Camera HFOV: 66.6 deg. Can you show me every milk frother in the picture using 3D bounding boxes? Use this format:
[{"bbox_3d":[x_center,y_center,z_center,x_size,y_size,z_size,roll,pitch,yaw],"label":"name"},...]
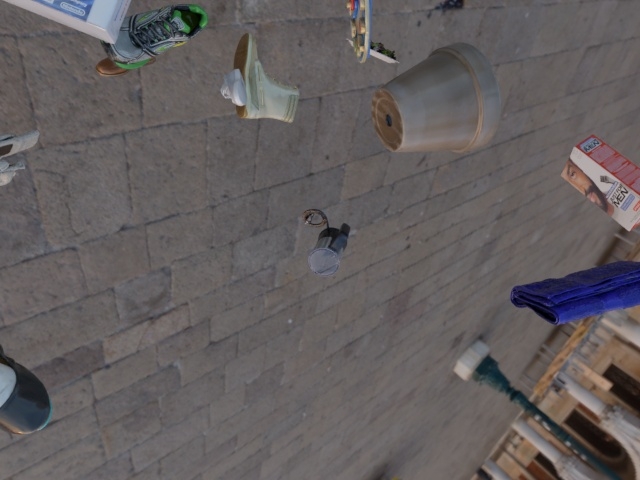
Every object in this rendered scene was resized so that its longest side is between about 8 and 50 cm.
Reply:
[{"bbox_3d":[0.000,0.000,1.303,0.135,0.143,0.129,-65,175,-63],"label":"milk frother"}]

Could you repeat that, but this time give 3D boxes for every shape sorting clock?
[{"bbox_3d":[0.069,-0.440,0.909,0.040,0.206,0.206,-3,138,2],"label":"shape sorting clock"}]

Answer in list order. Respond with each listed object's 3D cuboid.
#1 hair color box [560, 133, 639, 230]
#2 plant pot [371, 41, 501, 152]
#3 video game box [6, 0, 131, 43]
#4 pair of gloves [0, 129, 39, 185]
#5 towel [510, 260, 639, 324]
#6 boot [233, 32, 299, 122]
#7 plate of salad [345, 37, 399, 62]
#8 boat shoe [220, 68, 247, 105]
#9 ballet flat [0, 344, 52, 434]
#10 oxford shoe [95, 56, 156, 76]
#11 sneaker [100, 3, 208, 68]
[{"bbox_3d":[0.543,-0.108,0.911,0.053,0.167,0.093,-31,150,-9],"label":"hair color box"},{"bbox_3d":[0.319,-0.391,1.454,0.280,0.323,0.323,-21,140,-15],"label":"plant pot"},{"bbox_3d":[-0.317,-0.366,0.584,0.048,0.205,0.187,163,-54,-80],"label":"video game box"},{"bbox_3d":[-0.977,-0.235,1.485,0.240,0.042,0.204,-40,-178,28],"label":"pair of gloves"},{"bbox_3d":[0.633,0.106,1.145,0.308,0.227,0.076,-13,97,-3],"label":"towel"},{"bbox_3d":[-0.170,-0.519,1.576,0.203,0.095,0.262,-2,92,-34],"label":"boot"},{"bbox_3d":[0.179,-0.641,1.622,0.200,0.200,0.048,-2,123,-50],"label":"plate of salad"},{"bbox_3d":[-0.248,-0.427,1.368,0.063,0.184,0.066,-18,137,5],"label":"boat shoe"},{"bbox_3d":[-0.558,0.223,0.804,0.095,0.280,0.096,-55,150,-16],"label":"ballet flat"},{"bbox_3d":[-0.627,-0.591,1.565,0.212,0.076,0.076,-40,174,-32],"label":"oxford shoe"},{"bbox_3d":[-0.462,-0.594,1.365,0.343,0.146,0.134,-48,122,-36],"label":"sneaker"}]
